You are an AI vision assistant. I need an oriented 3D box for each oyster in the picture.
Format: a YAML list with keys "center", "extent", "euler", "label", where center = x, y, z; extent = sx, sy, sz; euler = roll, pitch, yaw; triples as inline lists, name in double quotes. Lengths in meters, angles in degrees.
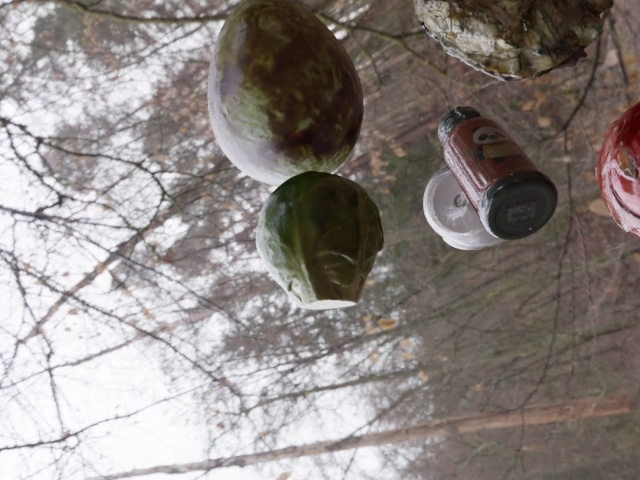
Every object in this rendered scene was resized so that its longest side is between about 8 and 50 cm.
- center: [0.222, -0.308, 0.722]
  extent: [0.260, 0.198, 0.092]
  euler: [36, 168, 15]
  label: "oyster"

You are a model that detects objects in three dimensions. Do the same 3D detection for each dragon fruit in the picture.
- center: [0.397, -0.079, 0.645]
  extent: [0.172, 0.172, 0.209]
  euler: [54, -163, -23]
  label: "dragon fruit"

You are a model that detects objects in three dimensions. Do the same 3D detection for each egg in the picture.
- center: [-0.055, -0.224, 0.901]
  extent: [0.238, 0.239, 0.289]
  euler: [-54, -40, -57]
  label: "egg"

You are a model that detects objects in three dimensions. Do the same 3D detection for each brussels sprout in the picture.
- center: [-0.004, 0.001, 0.781]
  extent: [0.162, 0.144, 0.180]
  euler: [16, -107, -32]
  label: "brussels sprout"

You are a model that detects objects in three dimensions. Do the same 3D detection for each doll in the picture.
- center: [0.364, -0.081, 1.381]
  extent: [0.221, 0.251, 0.220]
  euler: [-23, -57, -42]
  label: "doll"

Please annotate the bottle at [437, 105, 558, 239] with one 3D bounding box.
- center: [0.329, -0.153, 1.174]
  extent: [0.144, 0.144, 0.336]
  euler: [44, -162, -36]
  label: "bottle"
